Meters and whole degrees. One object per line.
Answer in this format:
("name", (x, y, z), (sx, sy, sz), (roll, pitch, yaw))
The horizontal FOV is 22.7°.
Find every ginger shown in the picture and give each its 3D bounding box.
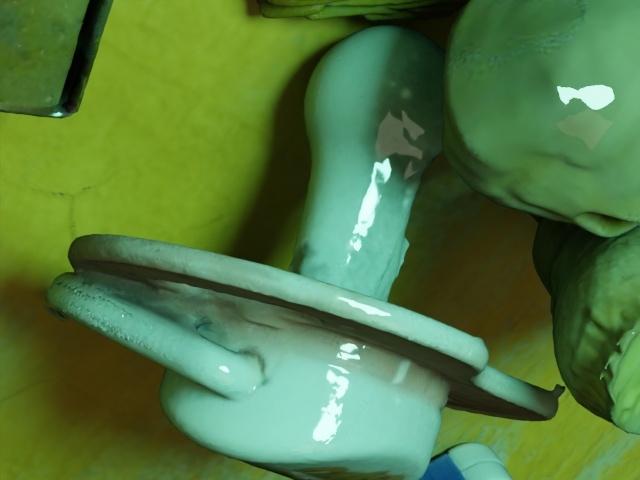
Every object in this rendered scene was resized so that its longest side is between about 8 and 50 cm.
("ginger", (0.202, 0.016, 0.938), (0.190, 0.354, 0.126), (25, 109, 8))

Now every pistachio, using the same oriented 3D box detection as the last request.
("pistachio", (0.151, -0.081, 0.829), (0.223, 0.152, 0.126), (-18, 170, -40))

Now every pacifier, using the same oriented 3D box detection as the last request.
("pacifier", (0.007, 0.031, 0.883), (0.273, 0.220, 0.332), (-42, 153, 7))

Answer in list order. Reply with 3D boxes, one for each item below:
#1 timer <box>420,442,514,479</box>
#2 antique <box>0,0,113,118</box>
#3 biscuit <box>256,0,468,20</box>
("timer", (0.089, 0.280, 1.219), (0.178, 0.078, 0.253), (-28, 133, -6))
("antique", (-0.252, -0.130, 0.714), (0.310, 0.087, 0.093), (4, 124, -31))
("biscuit", (0.080, -0.154, 0.865), (0.229, 0.031, 0.176), (-18, 163, 14))
